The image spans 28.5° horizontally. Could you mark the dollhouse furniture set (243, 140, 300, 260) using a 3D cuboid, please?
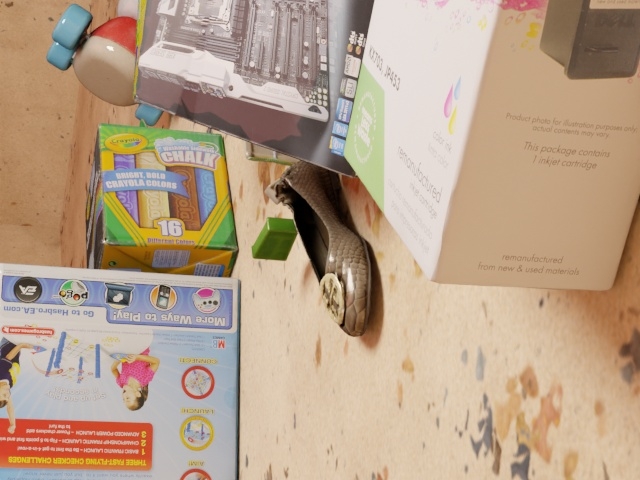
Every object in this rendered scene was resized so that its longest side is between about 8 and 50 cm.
[{"bbox_3d":[-0.047,-0.058,1.323,0.058,0.076,0.152,120,149,-54],"label":"dollhouse furniture set"}]

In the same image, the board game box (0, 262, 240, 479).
[{"bbox_3d":[-0.258,0.192,1.560,0.086,0.308,0.302,137,136,-67],"label":"board game box"}]

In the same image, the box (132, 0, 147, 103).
[{"bbox_3d":[-0.090,-0.312,1.354,0.290,0.177,0.279,148,125,-70],"label":"box"}]

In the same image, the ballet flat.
[{"bbox_3d":[0.000,0.000,1.181,0.250,0.058,0.084,-107,26,-50],"label":"ballet flat"}]

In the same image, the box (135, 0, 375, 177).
[{"bbox_3d":[-0.027,-0.236,1.063,0.242,0.076,0.307,22,113,27],"label":"box"}]

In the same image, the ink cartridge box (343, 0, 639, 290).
[{"bbox_3d":[0.120,-0.172,0.718,0.207,0.119,0.353,-120,37,-62],"label":"ink cartridge box"}]

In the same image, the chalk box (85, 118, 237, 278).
[{"bbox_3d":[-0.230,-0.042,1.755,0.180,0.179,0.289,111,158,-45],"label":"chalk box"}]

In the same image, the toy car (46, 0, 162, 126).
[{"bbox_3d":[-0.310,-0.361,2.156,0.238,0.219,0.210,-60,9,-18],"label":"toy car"}]
